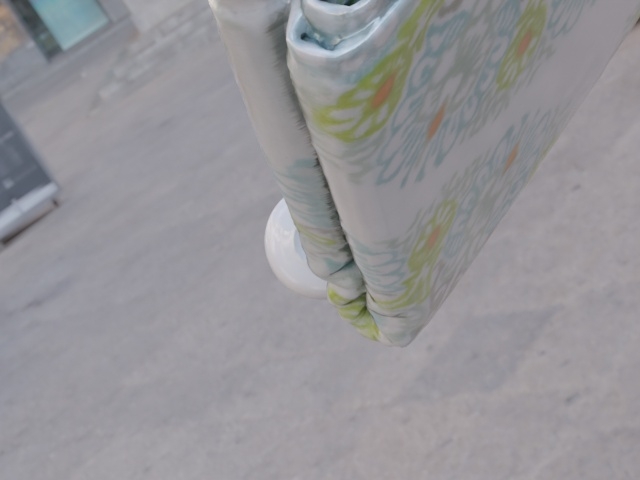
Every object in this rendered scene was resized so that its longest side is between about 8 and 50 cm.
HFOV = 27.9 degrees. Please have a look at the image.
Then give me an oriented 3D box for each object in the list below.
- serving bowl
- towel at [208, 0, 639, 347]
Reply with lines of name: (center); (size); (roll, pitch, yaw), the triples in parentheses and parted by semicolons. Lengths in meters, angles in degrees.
serving bowl: (0.000, 0.000, 0.894); (0.083, 0.083, 0.027); (-32, -5, 5)
towel: (0.087, -0.136, 0.630); (0.320, 0.090, 0.374); (-53, -20, -12)
